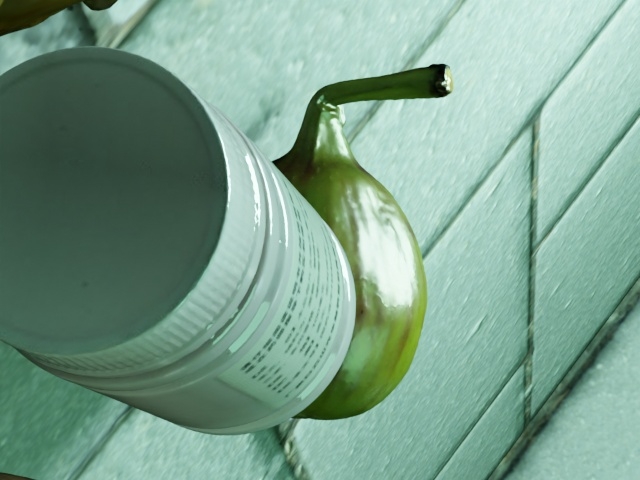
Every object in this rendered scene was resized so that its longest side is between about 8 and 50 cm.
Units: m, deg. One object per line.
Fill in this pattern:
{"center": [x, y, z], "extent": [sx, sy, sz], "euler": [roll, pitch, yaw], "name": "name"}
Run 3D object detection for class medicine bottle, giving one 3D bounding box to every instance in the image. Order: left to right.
{"center": [-0.069, 0.010, 0.812], "extent": [0.133, 0.133, 0.250], "euler": [-55, 163, -2], "name": "medicine bottle"}

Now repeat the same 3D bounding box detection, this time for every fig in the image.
{"center": [-0.010, 0.007, 0.997], "extent": [0.142, 0.148, 0.186], "euler": [-15, 100, -45], "name": "fig"}

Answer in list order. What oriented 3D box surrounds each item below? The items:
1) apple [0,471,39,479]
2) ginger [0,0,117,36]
{"center": [-0.134, 0.250, 0.723], "extent": [0.269, 0.344, 0.344], "euler": [-1, 137, -18], "name": "apple"}
{"center": [-0.050, -0.149, 0.492], "extent": [0.254, 0.176, 0.418], "euler": [-57, 159, 18], "name": "ginger"}
